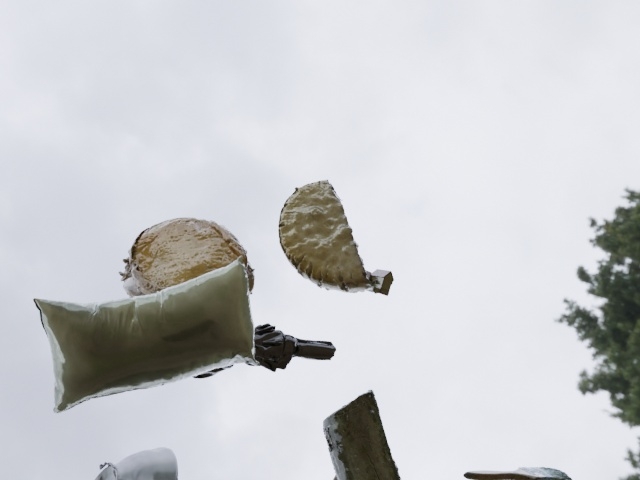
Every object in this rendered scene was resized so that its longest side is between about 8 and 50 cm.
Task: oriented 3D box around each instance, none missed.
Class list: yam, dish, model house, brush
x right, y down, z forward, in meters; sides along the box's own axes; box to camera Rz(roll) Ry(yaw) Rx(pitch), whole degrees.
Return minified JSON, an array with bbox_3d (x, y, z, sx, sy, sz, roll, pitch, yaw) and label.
[{"bbox_3d":[0.091,0.473,1.478,0.154,0.154,0.254,0,-120,-27],"label":"yam"},{"bbox_3d":[-0.407,0.539,1.282,0.106,0.316,0.316,33,-97,-26],"label":"dish"},{"bbox_3d":[0.124,0.091,1.508,0.057,0.083,0.058,19,-96,-26],"label":"model house"},{"bbox_3d":[0.339,0.411,1.139,0.197,0.070,0.021,4,-92,-14],"label":"brush"}]

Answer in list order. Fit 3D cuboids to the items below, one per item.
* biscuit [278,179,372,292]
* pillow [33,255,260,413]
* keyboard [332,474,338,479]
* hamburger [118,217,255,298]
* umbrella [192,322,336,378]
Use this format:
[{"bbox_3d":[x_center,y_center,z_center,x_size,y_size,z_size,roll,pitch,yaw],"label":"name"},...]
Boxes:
[{"bbox_3d":[0.000,0.000,1.444,0.179,0.084,0.281,-18,-112,-18],"label":"biscuit"},{"bbox_3d":[-0.203,0.111,0.783,0.254,0.078,0.144,-11,-70,-13],"label":"pillow"},{"bbox_3d":[0.061,0.598,1.629,0.166,0.055,0.017,-47,-16,-52],"label":"keyboard"},{"bbox_3d":[-0.275,0.063,1.314,0.286,0.243,0.146,6,-57,4],"label":"hamburger"},{"bbox_3d":[-0.120,0.197,1.204,0.340,0.118,0.118,9,-85,-33],"label":"umbrella"}]
